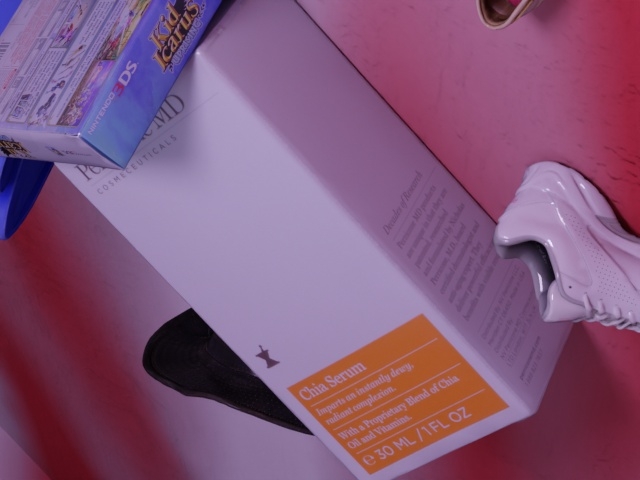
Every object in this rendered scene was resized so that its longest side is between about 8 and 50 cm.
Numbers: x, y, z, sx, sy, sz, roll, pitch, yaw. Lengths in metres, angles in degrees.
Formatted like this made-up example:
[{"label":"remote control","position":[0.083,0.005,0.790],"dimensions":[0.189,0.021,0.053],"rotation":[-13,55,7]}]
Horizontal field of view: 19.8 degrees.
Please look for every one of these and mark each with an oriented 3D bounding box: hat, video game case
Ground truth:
[{"label":"hat","position":[-0.023,0.081,1.957],"dimensions":[0.331,0.331,0.134],"rotation":[25,113,34]},{"label":"video game case","position":[-0.191,-0.193,1.628],"dimensions":[0.061,0.269,0.244],"rotation":[38,162,-33]}]

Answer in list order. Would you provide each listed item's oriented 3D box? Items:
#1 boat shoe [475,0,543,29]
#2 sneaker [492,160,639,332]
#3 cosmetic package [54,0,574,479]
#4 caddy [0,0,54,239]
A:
[{"label":"boat shoe","position":[0.145,-0.212,1.338],"dimensions":[0.063,0.059,0.170],"rotation":[33,156,18]},{"label":"sneaker","position":[0.242,0.043,1.571],"dimensions":[0.232,0.115,0.090],"rotation":[38,157,8]},{"label":"cosmetic package","position":[0.000,0.000,1.722],"dimensions":[0.453,0.161,0.230],"rotation":[47,131,-13]},{"label":"caddy","position":[-0.349,-0.168,1.867],"dimensions":[0.179,0.341,0.241],"rotation":[22,154,3]}]
